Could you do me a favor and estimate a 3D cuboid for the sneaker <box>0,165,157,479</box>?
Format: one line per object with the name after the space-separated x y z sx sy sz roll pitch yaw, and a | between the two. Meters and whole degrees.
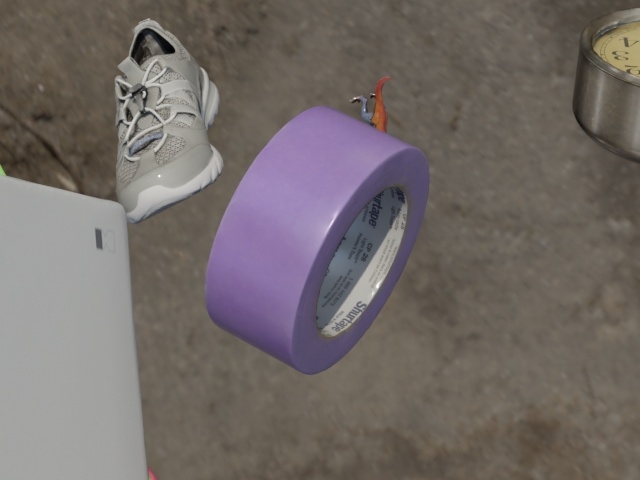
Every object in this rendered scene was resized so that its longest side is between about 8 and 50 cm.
-0.247 0.074 0.925 0.202 0.185 0.483 -26 81 -26 | sneaker

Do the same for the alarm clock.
0.204 -0.073 0.894 0.129 0.192 0.064 5 116 4 | alarm clock

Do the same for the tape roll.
0.000 0.000 1.227 0.189 0.080 0.189 -49 155 -33 | tape roll

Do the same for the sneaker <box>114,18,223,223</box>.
-0.162 -0.113 1.530 0.105 0.281 0.115 -26 118 10 | sneaker

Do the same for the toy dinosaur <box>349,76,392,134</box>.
0.059 -0.124 1.826 0.047 0.082 0.090 -11 161 -18 | toy dinosaur

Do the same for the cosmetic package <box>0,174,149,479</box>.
-0.184 0.062 0.352 0.225 0.224 0.138 -8 83 20 | cosmetic package
